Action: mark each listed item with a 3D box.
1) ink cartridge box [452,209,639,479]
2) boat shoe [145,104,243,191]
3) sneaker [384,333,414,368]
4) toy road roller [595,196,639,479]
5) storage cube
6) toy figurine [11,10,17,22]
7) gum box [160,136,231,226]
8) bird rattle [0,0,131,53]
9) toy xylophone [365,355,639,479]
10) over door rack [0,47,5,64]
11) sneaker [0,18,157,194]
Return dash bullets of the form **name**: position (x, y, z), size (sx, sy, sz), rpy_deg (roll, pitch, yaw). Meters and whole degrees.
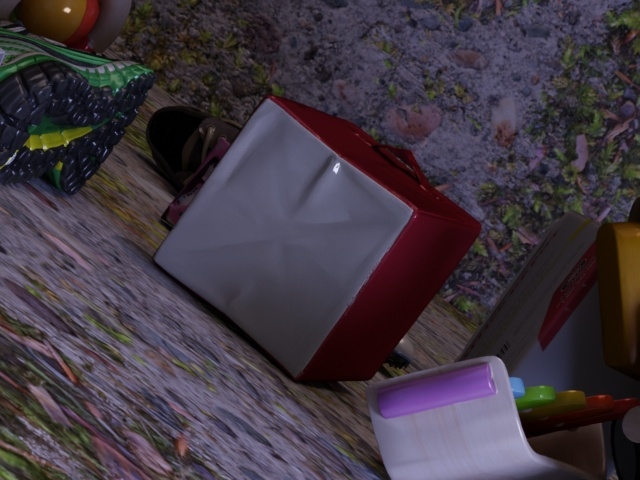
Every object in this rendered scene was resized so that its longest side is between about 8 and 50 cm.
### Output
- **ink cartridge box**: position (0.292, 0.128, 2.246), size (0.160, 0.279, 0.385), rpy_deg (36, 5, -4)
- **boat shoe**: position (-0.114, -0.075, 2.330), size (0.130, 0.132, 0.355), rpy_deg (23, 3, -32)
- **sneaker**: position (0.056, 0.075, 2.226), size (0.085, 0.086, 0.237), rpy_deg (37, 5, -26)
- **toy road roller**: position (0.408, 0.110, 1.923), size (0.202, 0.330, 0.240), rpy_deg (-4, -4, -8)
- **storage cube**: position (0.000, 0.000, 1.758), size (0.183, 0.215, 0.193), rpy_deg (39, 11, 19)
- **toy figurine**: position (-0.391, -0.236, 1.966), size (0.159, 0.130, 0.173), rpy_deg (2, 58, -59)
- **gum box**: position (-0.066, -0.015, 2.037), size (0.188, 0.107, 0.062), rpy_deg (35, 5, -31)
- **bird rattle**: position (-0.265, -0.198, 1.880), size (0.253, 0.207, 0.143), rpy_deg (21, 33, -42)
- **toy xylophone**: position (0.174, 0.160, 1.604), size (0.322, 0.236, 0.081), rpy_deg (43, 36, -70)
- **over door rack**: position (-0.368, -0.200, 1.349), size (0.239, 0.108, 0.324), rpy_deg (39, 12, 9)
- **sneaker**: position (-0.247, -0.134, 1.671), size (0.146, 0.134, 0.343), rpy_deg (37, 5, 10)
